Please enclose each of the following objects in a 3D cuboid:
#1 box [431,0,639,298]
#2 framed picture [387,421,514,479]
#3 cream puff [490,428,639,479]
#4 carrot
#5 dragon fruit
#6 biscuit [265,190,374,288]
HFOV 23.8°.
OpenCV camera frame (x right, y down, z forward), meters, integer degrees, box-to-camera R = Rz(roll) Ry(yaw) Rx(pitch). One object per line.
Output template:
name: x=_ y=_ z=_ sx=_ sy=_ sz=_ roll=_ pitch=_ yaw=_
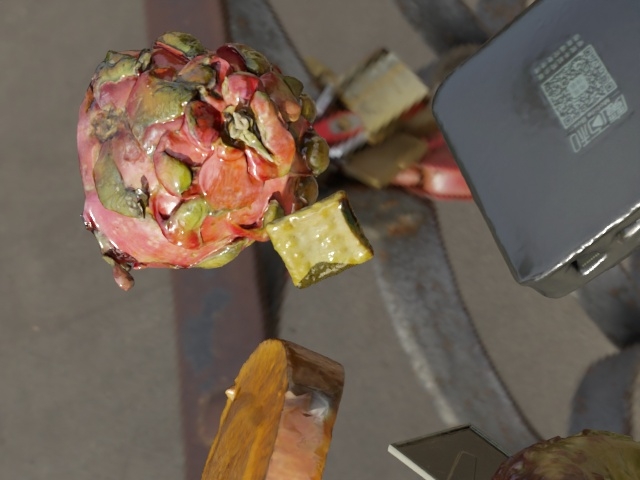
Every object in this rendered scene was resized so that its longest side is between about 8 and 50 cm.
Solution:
box: x=0.256 y=-0.124 z=1.398 sx=0.290 sy=0.073 sz=0.289 roll=-40 pitch=47 yaw=21
framed picture: x=0.161 y=0.247 z=1.706 sx=0.109 sy=0.149 sz=0.011 roll=34 pitch=117 yaw=36
cream puff: x=0.136 y=0.142 z=0.644 sx=0.149 sy=0.149 sz=0.084 roll=35 pitch=115 yaw=40
carrot: x=-0.052 y=0.224 z=1.387 sx=0.307 sy=0.100 sz=0.258 roll=113 pitch=169 yaw=-51
dragon fruit: x=-0.115 y=-0.102 z=1.853 sx=0.262 sy=0.296 sz=0.314 roll=-10 pitch=81 yaw=31
biscuit: x=0.000 y=0.000 z=1.385 sx=0.081 sy=0.083 sz=0.018 roll=-26 pitch=36 yaw=4
